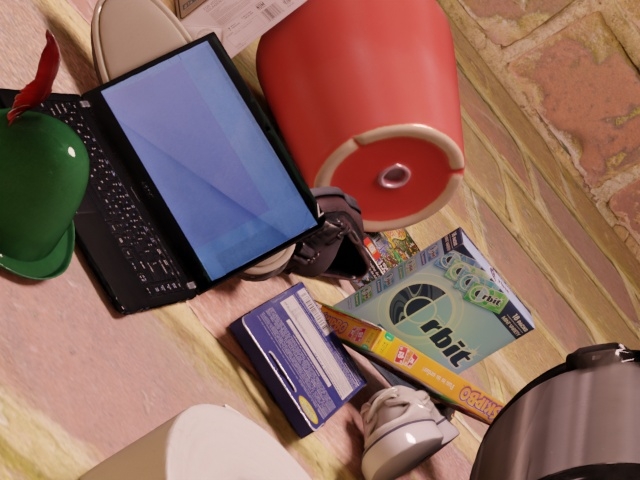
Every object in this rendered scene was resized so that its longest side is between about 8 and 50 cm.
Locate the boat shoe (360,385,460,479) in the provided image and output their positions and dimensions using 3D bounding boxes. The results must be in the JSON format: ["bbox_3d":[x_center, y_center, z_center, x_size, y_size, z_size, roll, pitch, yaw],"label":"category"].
[{"bbox_3d":[0.085,0.199,1.686,0.088,0.096,0.267,54,14,11],"label":"boat shoe"}]

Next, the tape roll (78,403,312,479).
[{"bbox_3d":[-0.061,0.264,1.145,0.286,0.100,0.286,49,19,-23],"label":"tape roll"}]

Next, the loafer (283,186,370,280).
[{"bbox_3d":[0.000,0.000,1.799,0.095,0.109,0.302,63,14,7],"label":"loafer"}]

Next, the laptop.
[{"bbox_3d":[-0.142,-0.073,1.467,0.234,0.136,0.264,59,17,7],"label":"laptop"}]

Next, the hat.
[{"bbox_3d":[-0.198,-0.083,1.235,0.173,0.183,0.208,49,21,-18],"label":"hat"}]

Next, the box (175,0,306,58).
[{"bbox_3d":[-0.112,-0.380,2.067,0.087,0.169,0.290,42,24,-35],"label":"box"}]

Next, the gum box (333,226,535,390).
[{"bbox_3d":[0.135,0.092,1.861,0.157,0.184,0.041,49,18,-27],"label":"gum box"}]

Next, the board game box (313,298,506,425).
[{"bbox_3d":[0.103,0.142,1.776,0.259,0.039,0.124,36,-9,-33],"label":"board game box"}]

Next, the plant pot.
[{"bbox_3d":[0.067,-0.162,2.011,0.275,0.275,0.243,40,27,-44],"label":"plant pot"}]

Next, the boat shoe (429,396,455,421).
[{"bbox_3d":[0.141,0.186,1.960,0.133,0.049,0.042,-99,179,-68],"label":"boat shoe"}]

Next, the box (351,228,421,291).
[{"bbox_3d":[0.102,0.053,2.082,0.159,0.044,0.233,56,17,-2],"label":"box"}]

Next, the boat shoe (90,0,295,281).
[{"bbox_3d":[-0.142,-0.101,1.614,0.335,0.112,0.095,59,-18,1],"label":"boat shoe"}]

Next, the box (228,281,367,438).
[{"bbox_3d":[-0.025,0.123,1.613,0.136,0.036,0.225,57,15,2],"label":"box"}]

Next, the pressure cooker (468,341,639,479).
[{"bbox_3d":[0.327,0.312,1.646,0.375,0.370,0.420,59,18,-11],"label":"pressure cooker"}]
